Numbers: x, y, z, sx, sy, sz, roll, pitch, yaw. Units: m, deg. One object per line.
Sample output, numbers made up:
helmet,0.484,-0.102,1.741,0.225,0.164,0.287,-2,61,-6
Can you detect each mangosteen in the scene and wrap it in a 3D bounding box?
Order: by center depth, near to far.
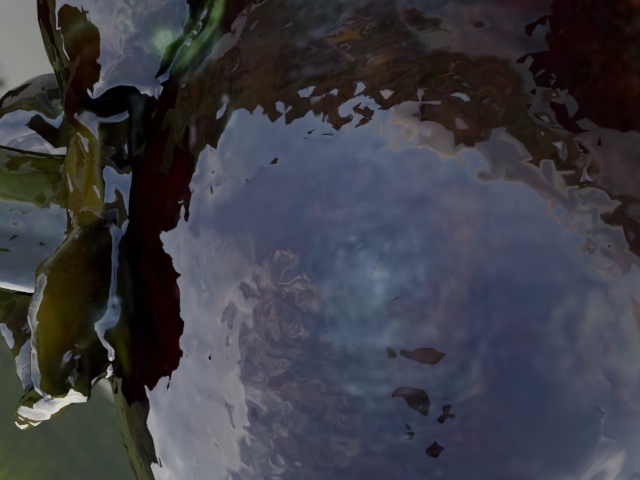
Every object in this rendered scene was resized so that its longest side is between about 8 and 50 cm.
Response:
mangosteen,0.000,0.000,0.482,0.289,0.231,0.231,2,154,1
